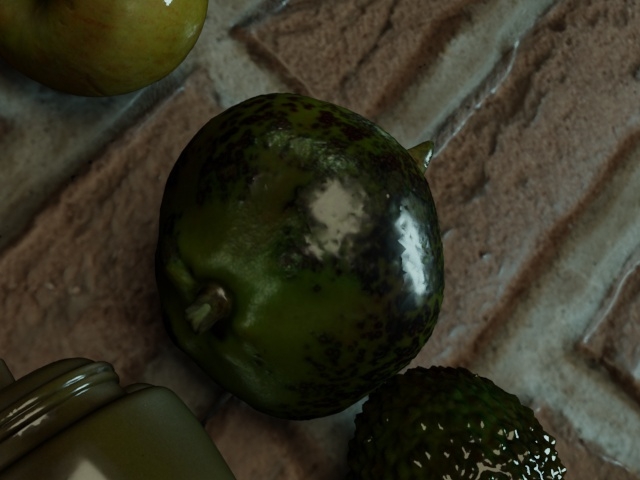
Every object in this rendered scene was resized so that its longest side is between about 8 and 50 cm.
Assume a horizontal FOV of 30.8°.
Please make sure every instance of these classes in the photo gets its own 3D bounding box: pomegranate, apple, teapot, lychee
[{"bbox_3d":[-0.016,-0.007,0.852,0.204,0.222,0.276,11,32,-7],"label":"pomegranate"},{"bbox_3d":[-0.173,-0.197,0.881,0.182,0.182,0.155,46,32,3],"label":"apple"},{"bbox_3d":[-0.158,0.149,0.735,0.175,0.185,0.267,55,24,8],"label":"teapot"},{"bbox_3d":[0.090,0.167,0.832,0.171,0.171,0.171,7,66,-17],"label":"lychee"}]
